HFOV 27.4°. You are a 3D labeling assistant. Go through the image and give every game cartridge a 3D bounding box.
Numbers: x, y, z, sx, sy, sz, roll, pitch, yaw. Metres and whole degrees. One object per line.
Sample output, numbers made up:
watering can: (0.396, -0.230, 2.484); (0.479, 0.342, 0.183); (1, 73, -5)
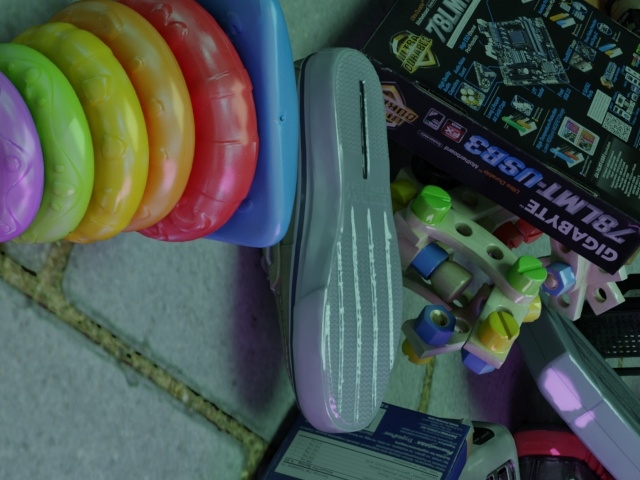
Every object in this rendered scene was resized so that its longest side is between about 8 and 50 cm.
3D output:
game cartridge: (0.300, 0.178, 1.397); (0.294, 0.060, 0.196); (46, 10, -28)

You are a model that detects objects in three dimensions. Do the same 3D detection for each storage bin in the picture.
storage bin: (0.407, 0.102, 1.646); (0.180, 0.122, 0.084); (-25, 107, -57)

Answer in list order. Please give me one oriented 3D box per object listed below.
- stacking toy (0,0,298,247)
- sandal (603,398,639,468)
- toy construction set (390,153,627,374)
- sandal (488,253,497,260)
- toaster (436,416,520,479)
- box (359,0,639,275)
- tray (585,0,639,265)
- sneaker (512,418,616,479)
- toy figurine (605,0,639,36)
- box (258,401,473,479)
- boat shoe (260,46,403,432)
stacking toy: (-0.167, -0.054, 0.746); (0.302, 0.165, 0.175); (-21, 115, -46)
sandal: (0.374, 0.281, 1.623); (0.049, 0.072, 0.180); (63, 37, -57)
toy construction set: (0.173, 0.004, 1.213); (0.215, 0.151, 0.327); (49, 32, 21)
sandal: (0.208, -0.048, 1.426); (0.067, 0.040, 0.179); (60, 39, -34)
toaster: (0.095, 0.254, 1.134); (0.168, 0.110, 0.186); (-13, 96, -57)
box: (0.193, -0.145, 1.219); (0.293, 0.073, 0.295); (31, 41, 0)
tray: (0.346, -0.194, 1.642); (0.203, 0.076, 0.411); (-39, 119, -53)
sneaker: (0.288, 0.301, 1.449); (0.276, 0.097, 0.135); (41, 52, -45)
toy figurine: (0.450, -0.212, 1.554); (0.148, 0.213, 0.210); (-83, 153, -50)
box: (0.015, 0.207, 0.986); (0.225, 0.136, 0.037); (-54, 151, -47)
boat shoe: (0.000, 0.000, 1.032); (0.109, 0.094, 0.302); (16, 71, -50)
